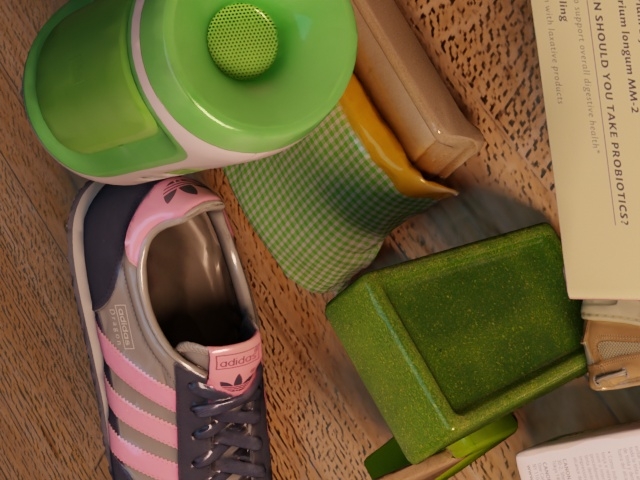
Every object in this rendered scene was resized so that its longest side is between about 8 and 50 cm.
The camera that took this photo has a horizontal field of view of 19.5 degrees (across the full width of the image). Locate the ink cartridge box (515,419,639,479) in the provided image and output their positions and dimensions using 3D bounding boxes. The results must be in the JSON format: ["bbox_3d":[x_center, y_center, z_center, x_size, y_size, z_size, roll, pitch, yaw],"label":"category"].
[{"bbox_3d":[0.228,0.176,0.982,0.225,0.056,0.181,-16,88,33],"label":"ink cartridge box"}]

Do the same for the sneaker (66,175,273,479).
[{"bbox_3d":[-0.082,0.107,1.250,0.131,0.112,0.319,2,112,57],"label":"sneaker"}]

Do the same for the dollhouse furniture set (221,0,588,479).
[{"bbox_3d":[0.000,0.000,1.092,0.197,0.151,0.301,-44,71,47],"label":"dollhouse furniture set"}]

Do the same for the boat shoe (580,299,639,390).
[{"bbox_3d":[0.204,0.060,0.941,0.190,0.068,0.072,0,83,61],"label":"boat shoe"}]

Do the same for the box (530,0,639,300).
[{"bbox_3d":[0.223,-0.086,0.840,0.243,0.117,0.213,-1,99,52],"label":"box"}]

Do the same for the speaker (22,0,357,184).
[{"bbox_3d":[-0.086,-0.101,1.088,0.296,0.131,0.131,176,83,-67],"label":"speaker"}]
